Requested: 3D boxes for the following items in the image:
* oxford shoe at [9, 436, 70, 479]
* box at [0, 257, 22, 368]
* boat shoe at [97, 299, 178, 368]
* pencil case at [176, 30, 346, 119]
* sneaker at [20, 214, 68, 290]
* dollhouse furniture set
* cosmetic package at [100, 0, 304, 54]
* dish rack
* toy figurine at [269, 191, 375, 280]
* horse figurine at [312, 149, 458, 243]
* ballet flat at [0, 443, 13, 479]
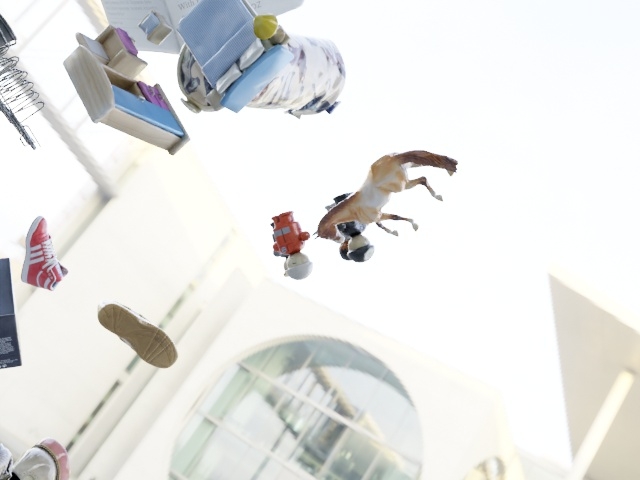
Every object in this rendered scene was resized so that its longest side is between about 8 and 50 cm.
[{"bbox_3d":[-0.603,0.554,1.779,0.123,0.130,0.348,25,-66,22],"label":"oxford shoe"},{"bbox_3d":[-0.635,0.145,1.731,0.158,0.093,0.156,100,-25,-43],"label":"box"},{"bbox_3d":[-0.312,0.154,1.525,0.170,0.063,0.059,46,-5,-28],"label":"boat shoe"},{"bbox_3d":[-0.109,-0.324,1.757,0.159,0.184,0.410,27,19,26],"label":"pencil case"},{"bbox_3d":[-0.423,0.023,1.386,0.067,0.042,0.119,21,-66,12],"label":"sneaker"},{"bbox_3d":[-0.245,-0.342,1.455,0.198,0.303,0.286,21,32,-59],"label":"dollhouse furniture set"},{"bbox_3d":[-0.293,-0.635,1.880,0.327,0.329,0.394,20,-47,52],"label":"cosmetic package"},{"bbox_3d":[-0.516,-0.277,1.413,0.208,0.074,0.272,45,-19,32],"label":"dish rack"},{"bbox_3d":[0.000,0.000,1.901,0.209,0.213,0.148,143,-72,-81],"label":"toy figurine"},{"bbox_3d":[0.120,-0.080,1.534,0.174,0.066,0.263,17,-46,-27],"label":"horse figurine"},{"bbox_3d":[-0.560,0.400,1.382,0.084,0.250,0.058,-34,-85,24],"label":"ballet flat"}]
